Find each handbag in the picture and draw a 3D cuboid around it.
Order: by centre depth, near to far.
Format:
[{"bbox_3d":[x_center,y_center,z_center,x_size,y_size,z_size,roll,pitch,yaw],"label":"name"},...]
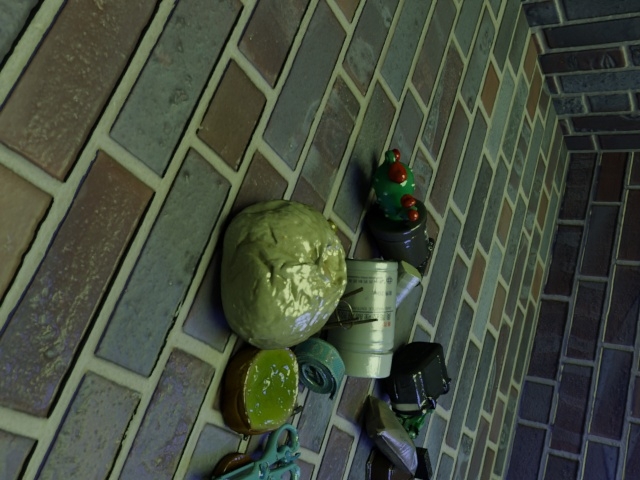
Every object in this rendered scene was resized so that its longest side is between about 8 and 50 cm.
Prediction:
[{"bbox_3d":[0.225,0.625,2.031,0.270,0.117,0.182,53,15,-31],"label":"handbag"},{"bbox_3d":[0.320,0.469,2.130,0.254,0.181,0.181,-30,110,-50],"label":"handbag"}]

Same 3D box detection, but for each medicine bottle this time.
[{"bbox_3d":[0.117,0.215,1.788,0.190,0.190,0.332,1,92,-56],"label":"medicine bottle"}]

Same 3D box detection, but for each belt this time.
[{"bbox_3d":[-0.006,0.331,1.669,0.082,0.148,0.163,-54,163,-41],"label":"belt"}]

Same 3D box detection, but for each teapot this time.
[{"bbox_3d":[0.210,0.157,1.947,0.107,0.077,0.200,26,113,-23],"label":"teapot"}]

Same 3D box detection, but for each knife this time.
[{"bbox_3d":[-0.118,0.455,1.620,0.222,0.021,0.045,-11,102,-51],"label":"knife"}]

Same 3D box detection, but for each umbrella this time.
[{"bbox_3d":[0.356,0.066,2.239,0.071,0.080,0.224,41,49,-9],"label":"umbrella"}]

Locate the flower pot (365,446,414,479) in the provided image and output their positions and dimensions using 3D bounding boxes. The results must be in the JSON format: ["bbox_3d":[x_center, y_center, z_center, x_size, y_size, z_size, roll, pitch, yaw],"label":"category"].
[{"bbox_3d":[0.251,0.778,2.142,0.251,0.084,0.178,-5,98,-56],"label":"flower pot"}]

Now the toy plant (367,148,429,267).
[{"bbox_3d":[0.232,-0.101,1.925,0.279,0.185,0.400,-71,153,-43],"label":"toy plant"}]

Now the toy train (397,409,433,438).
[{"bbox_3d":[0.325,0.626,2.218,0.178,0.105,0.071,-48,135,-41],"label":"toy train"}]

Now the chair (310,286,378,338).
[{"bbox_3d":[0.031,0.202,1.675,0.104,0.222,0.095,17,56,-53],"label":"chair"}]

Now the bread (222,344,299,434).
[{"bbox_3d":[-0.139,0.357,1.523,0.236,0.070,0.236,3,87,-55],"label":"bread"}]

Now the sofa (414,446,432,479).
[{"bbox_3d":[0.342,0.760,2.147,0.039,0.060,0.117,-45,128,-52],"label":"sofa"}]

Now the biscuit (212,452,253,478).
[{"bbox_3d":[-0.224,0.612,1.467,0.180,0.039,0.236,56,49,-39],"label":"biscuit"}]

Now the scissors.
[{"bbox_3d":[-0.142,0.552,1.527,0.393,0.032,0.180,14,68,-62],"label":"scissors"}]

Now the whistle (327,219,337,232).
[{"bbox_3d":[-0.003,-0.004,1.736,0.046,0.057,0.109,40,59,3],"label":"whistle"}]

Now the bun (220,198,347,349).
[{"bbox_3d":[-0.067,0.079,1.459,0.352,0.227,0.348,-48,126,-48],"label":"bun"}]
